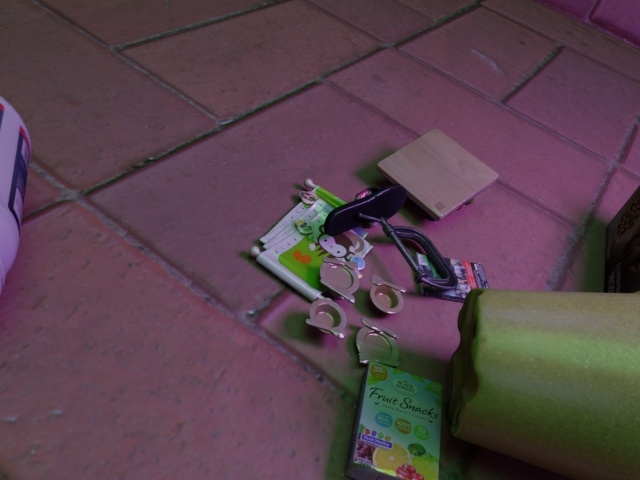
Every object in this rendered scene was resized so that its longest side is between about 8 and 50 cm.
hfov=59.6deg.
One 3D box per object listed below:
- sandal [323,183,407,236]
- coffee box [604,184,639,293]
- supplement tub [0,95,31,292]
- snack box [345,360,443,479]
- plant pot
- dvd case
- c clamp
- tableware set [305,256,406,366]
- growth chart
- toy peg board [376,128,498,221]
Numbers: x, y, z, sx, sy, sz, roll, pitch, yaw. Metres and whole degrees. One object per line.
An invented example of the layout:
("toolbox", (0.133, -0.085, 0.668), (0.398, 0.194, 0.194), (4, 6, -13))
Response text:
("sandal", (0.071, -0.058, 0.910), (0.179, 0.067, 0.040), (-20, 45, -32))
("coffee box", (0.594, 0.019, 0.970), (0.118, 0.168, 0.297), (27, 43, 9))
("supplement tub", (-0.449, -0.049, 0.645), (0.191, 0.191, 0.272), (-1, 45, -21))
("snack box", (0.091, 0.223, 0.668), (0.100, 0.037, 0.141), (19, 42, -1))
("plant pot", (0.290, 0.165, 0.662), (0.253, 0.276, 0.276), (10, 41, 6))
("dvd case", (0.213, 0.062, 0.901), (0.119, 0.013, 0.087), (10, 43, -11))
("c clamp", (0.143, 0.020, 0.881), (0.137, 0.022, 0.161), (2, 43, -44))
("tableware set", (0.054, 0.096, 0.786), (0.141, 0.020, 0.169), (24, 44, -7))
("growth chart", (0.000, 0.000, 0.885), (0.171, 0.021, 0.237), (28, 43, 8))
("toy peg board", (0.212, -0.106, 1.047), (0.160, 0.079, 0.161), (-33, 61, -24))
